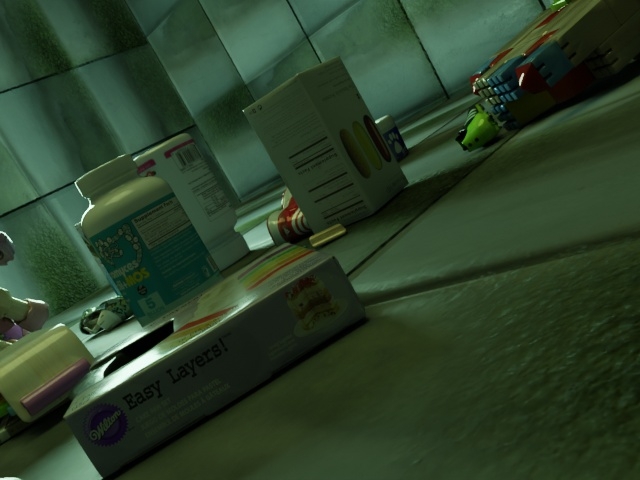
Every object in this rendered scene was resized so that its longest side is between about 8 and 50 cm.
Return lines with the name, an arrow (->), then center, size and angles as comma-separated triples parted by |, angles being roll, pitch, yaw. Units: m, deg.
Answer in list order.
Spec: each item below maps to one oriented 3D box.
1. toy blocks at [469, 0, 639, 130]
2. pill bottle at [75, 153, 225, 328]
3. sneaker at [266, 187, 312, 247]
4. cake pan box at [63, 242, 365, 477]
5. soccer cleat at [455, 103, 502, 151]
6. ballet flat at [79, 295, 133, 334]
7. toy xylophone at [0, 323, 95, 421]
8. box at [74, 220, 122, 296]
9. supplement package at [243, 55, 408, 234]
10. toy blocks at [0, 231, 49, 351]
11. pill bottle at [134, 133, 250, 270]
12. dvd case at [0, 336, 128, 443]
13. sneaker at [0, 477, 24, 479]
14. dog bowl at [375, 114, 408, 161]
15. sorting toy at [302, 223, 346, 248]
toy blocks -> 0.371, -0.291, 1.115 | 0.261, 0.191, 0.381 | -42, 10, -6
pill bottle -> -0.262, 0.005, 1.050 | 0.146, 0.264, 0.146 | -29, 8, 4
sneaker -> -0.009, -0.063, 1.313 | 0.128, 0.087, 0.221 | -17, 25, 23
cake pan box -> -0.109, 0.098, 0.674 | 0.267, 0.070, 0.246 | -31, 6, -8
soccer cleat -> 0.264, -0.191, 1.188 | 0.072, 0.060, 0.179 | -40, 6, 16
ballet flat -> -0.468, 0.171, 1.503 | 0.188, 0.070, 0.070 | -24, 10, 45
toy xylophone -> -0.447, 0.206, 0.975 | 0.236, 0.081, 0.322 | -34, 10, -27
box -> -0.415, 0.026, 1.544 | 0.159, 0.233, 0.044 | -29, 7, 4
supplement package -> 0.013, -0.153, 1.140 | 0.134, 0.244, 0.139 | -23, 11, 39
toy blocks -> -0.669, 0.188, 1.413 | 0.288, 0.309, 0.260 | -35, -36, 19
pill bottle -> -0.276, -0.067, 1.462 | 0.160, 0.283, 0.160 | -28, 8, 5
dvd case -> -0.374, 0.215, 1.026 | 0.221, 0.018, 0.164 | -32, 9, -17
sneaker -> -0.298, 0.229, 0.441 | 0.330, 0.122, 0.146 | -26, -9, 31
dog bowl -> 0.075, -0.196, 1.675 | 0.265, 0.104, 0.265 | -28, 8, 4
sorting toy -> 0.000, 0.000, 1.072 | 0.083, 0.012, 0.062 | -26, 13, -1
